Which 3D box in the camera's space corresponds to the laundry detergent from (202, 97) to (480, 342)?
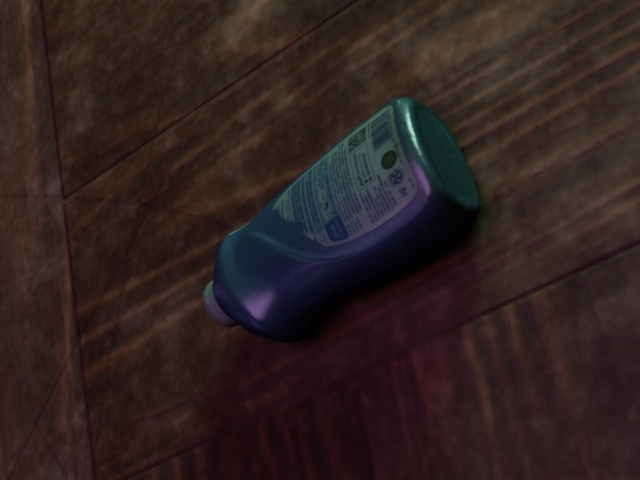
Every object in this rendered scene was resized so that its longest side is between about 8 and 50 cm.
[{"bbox_3d":[-0.001,0.000,0.721,0.206,0.061,0.096,-35,60,28],"label":"laundry detergent"}]
